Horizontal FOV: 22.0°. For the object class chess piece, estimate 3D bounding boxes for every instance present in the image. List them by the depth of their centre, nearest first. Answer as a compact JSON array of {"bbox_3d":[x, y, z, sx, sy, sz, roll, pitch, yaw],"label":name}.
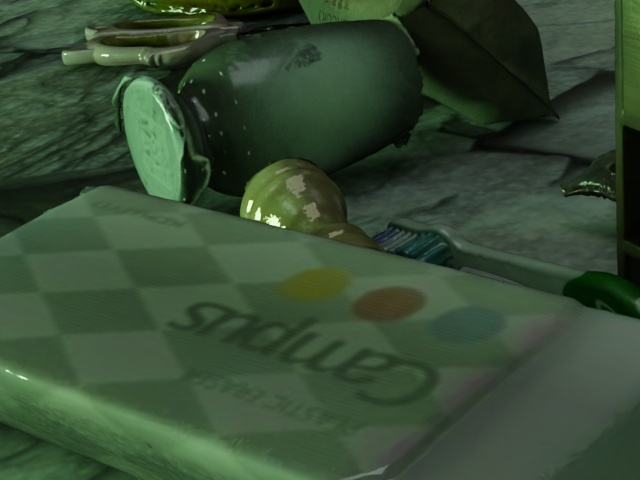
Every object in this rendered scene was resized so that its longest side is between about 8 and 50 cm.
[{"bbox_3d":[0.000,0.000,0.983,0.066,0.066,0.122,-13,26,-18],"label":"chess piece"}]

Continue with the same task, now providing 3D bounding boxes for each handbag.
[{"bbox_3d":[0.079,-0.174,1.301,0.117,0.182,0.270,-51,27,0],"label":"handbag"}]

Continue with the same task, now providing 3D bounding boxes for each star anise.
[{"bbox_3d":[0.211,-0.042,1.016,0.129,0.056,0.124,-14,-15,24],"label":"star anise"}]

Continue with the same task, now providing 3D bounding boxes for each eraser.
[{"bbox_3d":[-0.016,0.062,0.797,0.397,0.082,0.213,13,35,39],"label":"eraser"}]

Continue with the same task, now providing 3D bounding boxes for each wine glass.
[{"bbox_3d":[-0.031,-0.090,1.148,0.204,0.111,0.111,-17,25,-26],"label":"wine glass"}]

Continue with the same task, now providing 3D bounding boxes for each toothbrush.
[{"bbox_3d":[0.166,0.040,0.867,0.040,0.042,0.418,-31,29,-30],"label":"toothbrush"}]

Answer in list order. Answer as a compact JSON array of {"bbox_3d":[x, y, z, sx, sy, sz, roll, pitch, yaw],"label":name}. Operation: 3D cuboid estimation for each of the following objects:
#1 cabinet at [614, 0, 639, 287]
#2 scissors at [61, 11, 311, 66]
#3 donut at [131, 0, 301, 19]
[{"bbox_3d":[0.255,-0.053,0.851,0.148,0.215,0.175,-16,24,-24],"label":"cabinet"},{"bbox_3d":[-0.074,-0.189,1.518,0.317,0.024,0.160,-2,20,8],"label":"scissors"},{"bbox_3d":[-0.086,-0.295,1.688,0.272,0.107,0.272,-6,17,2],"label":"donut"}]
